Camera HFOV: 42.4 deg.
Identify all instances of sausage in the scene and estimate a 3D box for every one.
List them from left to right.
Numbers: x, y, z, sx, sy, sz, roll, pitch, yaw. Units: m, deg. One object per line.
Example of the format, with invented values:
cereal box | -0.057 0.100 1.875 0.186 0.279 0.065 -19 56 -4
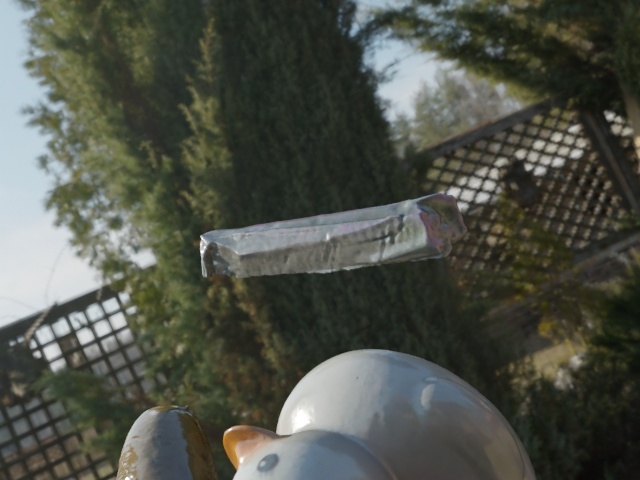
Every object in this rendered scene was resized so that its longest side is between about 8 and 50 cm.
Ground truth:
sausage | -0.145 0.348 0.869 0.136 0.123 0.501 -16 33 -14

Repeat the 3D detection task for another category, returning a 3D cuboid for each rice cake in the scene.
rice cake | 0.000 0.000 0.745 0.269 0.055 0.049 -9 20 32

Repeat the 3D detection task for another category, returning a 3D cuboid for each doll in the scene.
doll | 0.040 0.204 0.619 0.221 0.251 0.221 -53 -1 -1
